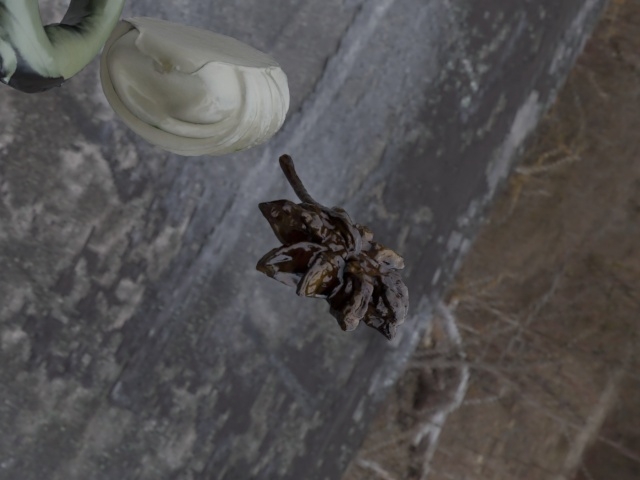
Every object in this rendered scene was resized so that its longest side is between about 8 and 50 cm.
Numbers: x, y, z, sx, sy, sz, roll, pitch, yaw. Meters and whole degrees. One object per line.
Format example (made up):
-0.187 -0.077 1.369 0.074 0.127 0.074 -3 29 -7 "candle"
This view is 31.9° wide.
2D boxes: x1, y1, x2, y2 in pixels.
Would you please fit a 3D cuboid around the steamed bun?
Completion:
-0.119 -0.139 1.060 0.183 0.183 0.106 -8 123 -57 "steamed bun"

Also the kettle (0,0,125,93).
-0.184 -0.259 0.727 0.324 0.228 0.321 -74 167 -60 "kettle"

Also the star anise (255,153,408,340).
-0.003 0.000 1.061 0.177 0.234 0.073 -12 140 -59 "star anise"
